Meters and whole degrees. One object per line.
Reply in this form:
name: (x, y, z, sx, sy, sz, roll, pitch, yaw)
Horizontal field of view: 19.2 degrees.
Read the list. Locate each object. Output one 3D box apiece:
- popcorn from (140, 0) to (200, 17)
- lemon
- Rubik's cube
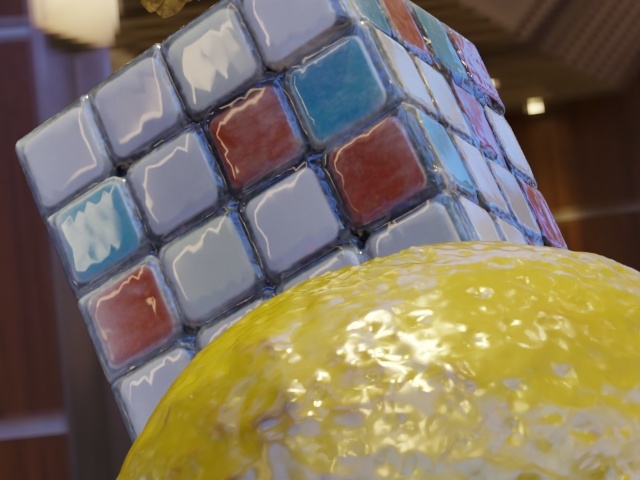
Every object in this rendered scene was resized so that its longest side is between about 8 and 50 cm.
popcorn: (-0.162, -0.289, 2.142, 0.084, 0.084, 0.084, -6, -7, -1)
lemon: (0.044, 0.125, 0.706, 0.310, 0.253, 0.253, -19, 2, -35)
Rubik's cube: (0.001, 0.001, 1.236, 0.259, 0.253, 0.256, -32, -23, 17)
